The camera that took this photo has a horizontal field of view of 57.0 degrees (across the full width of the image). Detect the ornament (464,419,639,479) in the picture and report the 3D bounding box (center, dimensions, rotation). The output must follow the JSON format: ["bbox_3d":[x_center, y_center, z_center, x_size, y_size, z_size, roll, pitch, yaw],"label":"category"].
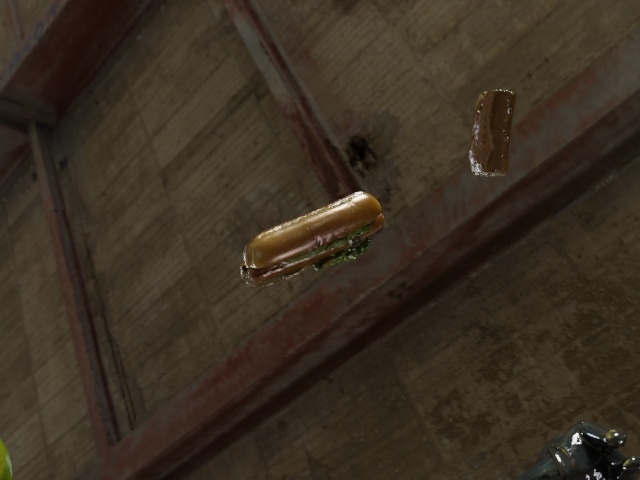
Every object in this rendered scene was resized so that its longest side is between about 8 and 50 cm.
[{"bbox_3d":[0.185,0.263,0.597,0.236,0.202,0.080,-27,-115,-2],"label":"ornament"}]

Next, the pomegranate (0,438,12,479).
[{"bbox_3d":[-0.478,0.340,0.749,0.302,0.236,0.235,12,-95,8],"label":"pomegranate"}]

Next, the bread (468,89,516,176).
[{"bbox_3d":[0.169,-0.104,0.582,0.047,0.036,0.083,-139,-128,-79],"label":"bread"}]

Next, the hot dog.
[{"bbox_3d":[0.000,0.000,1.160,0.100,0.337,0.135,52,-31,24],"label":"hot dog"}]
